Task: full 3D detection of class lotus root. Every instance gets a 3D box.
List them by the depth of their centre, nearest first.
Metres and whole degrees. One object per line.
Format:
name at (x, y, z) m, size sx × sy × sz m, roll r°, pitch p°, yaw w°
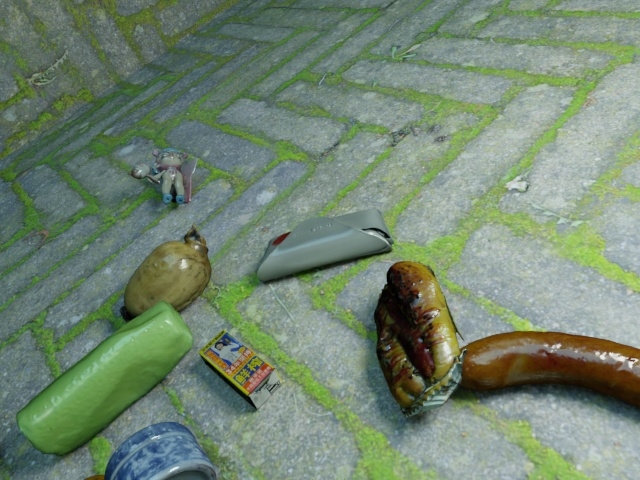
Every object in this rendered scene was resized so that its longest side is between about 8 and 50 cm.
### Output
lotus root at (-0.335, 0.089, 1.066) m, size 0.140 × 0.154 × 0.257 m, roll 44°, pitch 91°, yaw 9°

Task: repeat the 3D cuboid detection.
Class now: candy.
candy at (-0.416, 0.264, 0.934) m, size 0.343 × 0.142 × 0.132 m, roll -39°, pitch 30°, yaw -15°

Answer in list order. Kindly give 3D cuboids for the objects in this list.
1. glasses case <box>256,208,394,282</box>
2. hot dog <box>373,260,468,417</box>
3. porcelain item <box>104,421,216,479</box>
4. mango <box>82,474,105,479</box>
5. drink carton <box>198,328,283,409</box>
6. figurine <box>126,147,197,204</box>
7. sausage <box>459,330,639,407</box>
glasses case at (0.000, -0.001, 1.037) m, size 0.307 × 0.083 × 0.128 m, roll -16°, pitch 43°, yaw 11°
hot dog at (0.147, 0.150, 0.774) m, size 0.163 × 0.081 × 0.271 m, roll -57°, pitch 25°, yaw 31°
porcelain item at (-0.249, 0.369, 0.737) m, size 0.147 × 0.147 × 0.114 m, roll -41°, pitch 42°, yaw -16°
mango at (-0.398, 0.444, 0.798) m, size 0.126 × 0.063 × 0.077 m, roll -23°, pitch 50°, yaw 4°
drink carton at (-0.152, 0.239, 0.892) m, size 0.071 × 0.056 × 0.165 m, roll -40°, pitch 43°, yaw -27°
figurine at (-0.474, -0.188, 1.439) m, size 0.205 × 0.103 × 0.260 m, roll -6°, pitch 43°, yaw -16°
sausage at (0.346, 0.182, 0.683) m, size 0.301 × 0.076 × 0.103 m, roll 1°, pitch 48°, yaw 27°
